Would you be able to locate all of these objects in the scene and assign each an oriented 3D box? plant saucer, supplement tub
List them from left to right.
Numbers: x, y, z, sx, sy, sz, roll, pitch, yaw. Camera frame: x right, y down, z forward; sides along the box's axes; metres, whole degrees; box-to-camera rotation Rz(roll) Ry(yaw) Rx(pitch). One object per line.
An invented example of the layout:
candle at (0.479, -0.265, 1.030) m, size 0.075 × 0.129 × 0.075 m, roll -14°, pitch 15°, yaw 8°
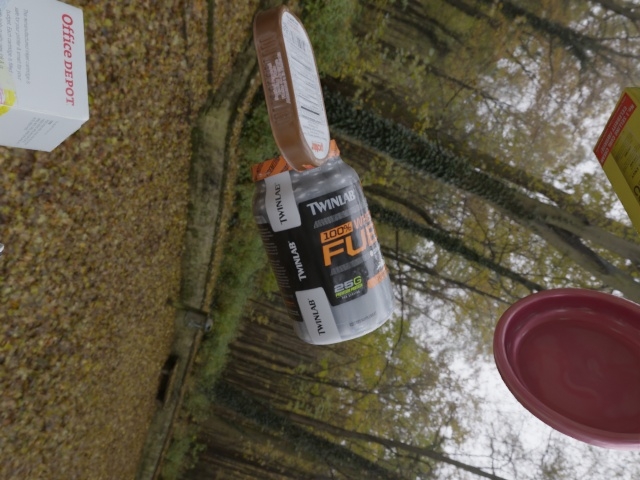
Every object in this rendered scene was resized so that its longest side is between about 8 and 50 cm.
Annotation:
supplement tub at (0.000, 0.000, 0.745) m, size 0.193 × 0.193 × 0.316 m, roll -92°, pitch 163°, yaw -78°
plant saucer at (0.498, 0.232, 0.799) m, size 0.332 × 0.332 × 0.084 m, roll -75°, pitch 159°, yaw -48°

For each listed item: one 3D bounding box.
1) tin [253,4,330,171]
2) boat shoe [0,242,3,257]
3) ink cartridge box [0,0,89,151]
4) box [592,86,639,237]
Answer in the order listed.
tin at (-0.030, -0.177, 0.505) m, size 0.106 × 0.040 × 0.190 m, roll -16°, pitch 96°, yaw -64°
boat shoe at (-0.401, 0.041, 0.467) m, size 0.125 × 0.046 × 0.038 m, roll -77°, pitch 173°, yaw -63°
ink cartridge box at (-0.346, -0.176, 0.425) m, size 0.127 × 0.176 × 0.128 m, roll -11°, pitch -98°, yaw 42°
box at (0.330, -0.047, 0.390) m, size 0.087 × 0.058 × 0.232 m, roll 88°, pitch 9°, yaw -48°
